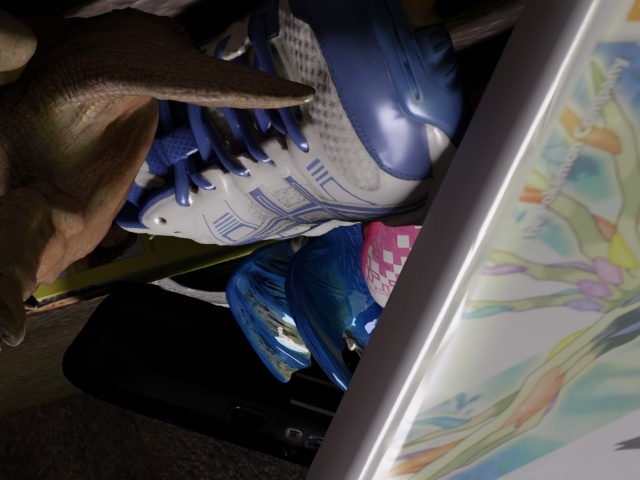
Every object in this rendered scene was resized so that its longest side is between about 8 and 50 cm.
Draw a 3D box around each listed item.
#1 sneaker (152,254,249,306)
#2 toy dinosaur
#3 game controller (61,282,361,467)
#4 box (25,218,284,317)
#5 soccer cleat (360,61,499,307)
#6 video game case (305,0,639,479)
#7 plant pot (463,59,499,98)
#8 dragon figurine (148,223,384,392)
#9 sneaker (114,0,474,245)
[{"bbox_3d":[0.000,0.000,1.398,0.281,0.105,0.115,-20,175,28],"label":"sneaker"},{"bbox_3d":[-0.120,-0.018,0.701,0.295,0.127,0.200,-33,177,24],"label":"toy dinosaur"},{"bbox_3d":[0.005,0.105,1.161,0.319,0.067,0.166,17,-163,-1],"label":"game controller"},{"bbox_3d":[-0.120,-0.002,1.224,0.232,0.058,0.087,-17,175,-17],"label":"box"},{"bbox_3d":[0.133,-0.028,0.876,0.116,0.143,0.331,-13,156,-41],"label":"soccer cleat"},{"bbox_3d":[0.176,-0.003,0.768,0.300,0.036,0.329,-4,140,-24],"label":"video game case"},{"bbox_3d":[0.201,-0.009,1.117,0.280,0.323,0.323,1,-172,40],"label":"plant pot"},{"bbox_3d":[0.007,0.032,1.042,0.144,0.289,0.085,-35,-156,-27],"label":"dragon figurine"},{"bbox_3d":[-0.024,-0.041,0.800,0.131,0.112,0.296,-15,173,-12],"label":"sneaker"}]
